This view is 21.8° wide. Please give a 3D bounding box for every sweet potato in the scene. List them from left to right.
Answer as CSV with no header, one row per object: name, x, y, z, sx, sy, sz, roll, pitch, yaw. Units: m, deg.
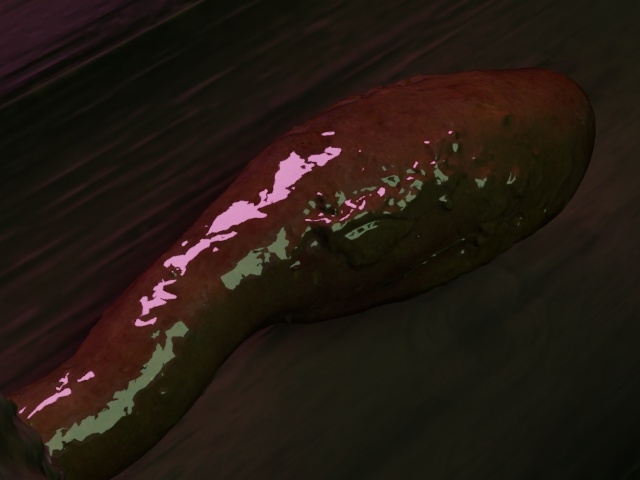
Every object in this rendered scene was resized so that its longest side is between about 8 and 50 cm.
sweet potato,0.000,0.000,0.777,0.385,0.109,0.109,-29,92,-32

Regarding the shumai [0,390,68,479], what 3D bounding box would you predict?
shumai,-0.229,0.130,0.496,0.323,0.324,0.397,-39,60,-13
